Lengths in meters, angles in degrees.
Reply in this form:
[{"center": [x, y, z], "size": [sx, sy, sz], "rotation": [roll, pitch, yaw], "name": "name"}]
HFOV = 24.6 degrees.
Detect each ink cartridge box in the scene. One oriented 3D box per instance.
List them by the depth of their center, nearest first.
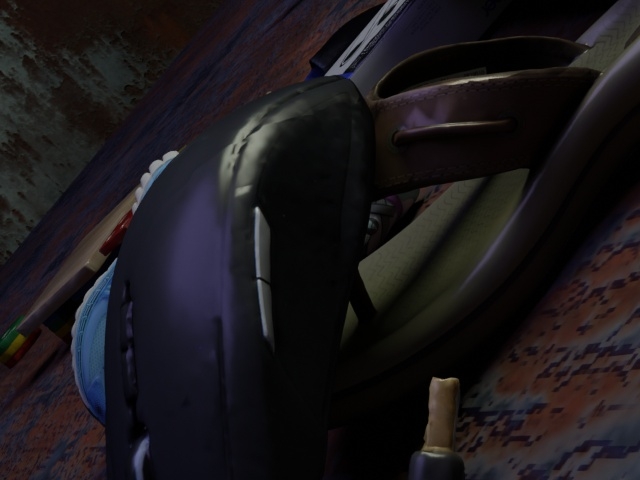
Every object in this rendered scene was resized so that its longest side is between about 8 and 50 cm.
[{"center": [0.032, -0.089, 0.846], "size": [0.207, 0.046, 0.097], "rotation": [-50, 11, -4], "name": "ink cartridge box"}]

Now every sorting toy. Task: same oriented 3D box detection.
[{"center": [-0.187, 0.019, 1.290], "size": [0.274, 0.046, 0.132], "rotation": [-39, 16, 42], "name": "sorting toy"}]

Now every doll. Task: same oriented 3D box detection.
[{"center": [0.014, -0.110, 0.975], "size": [0.189, 0.046, 0.129], "rotation": [-50, 13, -2], "name": "doll"}]

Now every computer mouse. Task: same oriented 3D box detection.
[{"center": [-0.021, 0.042, 0.417], "size": [0.184, 0.060, 0.262], "rotation": [-29, 43, 54], "name": "computer mouse"}]

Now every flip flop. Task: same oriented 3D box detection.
[{"center": [0.064, -0.044, 0.509], "size": [0.277, 0.080, 0.112], "rotation": [-46, 12, 12], "name": "flip flop"}]

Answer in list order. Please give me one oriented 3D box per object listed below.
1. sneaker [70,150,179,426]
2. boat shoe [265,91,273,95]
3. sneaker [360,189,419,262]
[{"center": [-0.089, 0.030, 0.806], "size": [0.073, 0.063, 0.162], "rotation": [22, 95, 64], "name": "sneaker"}, {"center": [-0.058, -0.071, 1.111], "size": [0.135, 0.045, 0.050], "rotation": [-37, 17, 44], "name": "boat shoe"}, {"center": [0.000, 0.000, 0.702], "size": [0.069, 0.038, 0.098], "rotation": [-55, 13, -29], "name": "sneaker"}]
